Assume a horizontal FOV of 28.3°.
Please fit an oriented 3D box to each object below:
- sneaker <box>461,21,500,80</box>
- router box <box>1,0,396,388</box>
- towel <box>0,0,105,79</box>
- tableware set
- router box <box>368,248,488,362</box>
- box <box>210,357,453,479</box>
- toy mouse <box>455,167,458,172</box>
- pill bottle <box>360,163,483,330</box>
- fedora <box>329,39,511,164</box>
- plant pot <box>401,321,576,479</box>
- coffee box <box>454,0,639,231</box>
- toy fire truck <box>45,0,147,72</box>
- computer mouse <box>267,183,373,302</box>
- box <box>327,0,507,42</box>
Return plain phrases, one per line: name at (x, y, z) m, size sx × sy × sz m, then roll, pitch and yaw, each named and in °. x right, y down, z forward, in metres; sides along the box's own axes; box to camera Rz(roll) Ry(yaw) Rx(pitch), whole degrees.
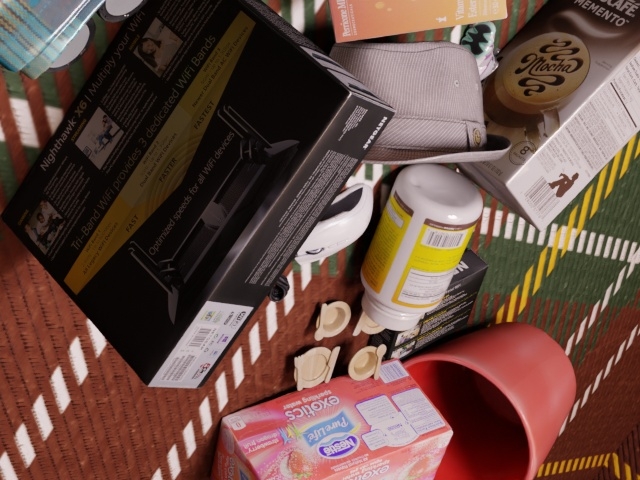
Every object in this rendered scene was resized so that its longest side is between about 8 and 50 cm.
sneaker at (0.199, -0.230, 1.542) m, size 0.069 × 0.038 × 0.098 m, roll -21°, pitch 151°, yaw -41°
router box at (-0.117, -0.063, 1.117) m, size 0.308 × 0.243 × 0.081 m, roll -54°, pitch 150°, yaw 14°
towel at (-0.217, -0.302, 0.754) m, size 0.271 × 0.040 × 0.370 m, roll -48°, pitch 128°, yaw -2°
tableware set at (0.038, 0.140, 1.758) m, size 0.169 × 0.020 × 0.141 m, roll -4°, pitch 118°, yaw -35°
router box at (0.159, 0.100, 1.884) m, size 0.179 × 0.046 × 0.133 m, roll -24°, pitch 144°, yaw -34°
box at (0.015, 0.302, 1.792) m, size 0.300 × 0.154 × 0.142 m, roll -16°, pitch 139°, yaw -29°
toy mouse at (0.160, -0.007, 1.767) m, size 0.143 × 0.031 × 0.161 m, roll -42°, pitch 151°, yaw -9°
pill bottle at (0.124, 0.013, 1.656) m, size 0.117 × 0.117 × 0.215 m, roll -18°, pitch 140°, yaw -41°
fedora at (0.077, -0.150, 1.336) m, size 0.275 × 0.244 × 0.124 m, roll -4°, pitch 101°, yaw -48°
plant pot at (0.272, 0.262, 2.037) m, size 0.243 × 0.275 × 0.274 m, roll -27°, pitch 147°, yaw -49°
coffee box at (0.304, -0.181, 1.582) m, size 0.297 × 0.168 × 0.119 m, roll -46°, pitch 134°, yaw -2°
toy fire truck at (-0.197, -0.274, 0.878) m, size 0.217 × 0.158 × 0.246 m, roll -41°, pitch 161°, yaw -9°
computer mouse at (0.000, 0.000, 1.554) m, size 0.193 × 0.042 × 0.106 m, roll -37°, pitch 149°, yaw -17°
box at (0.086, -0.272, 1.199) m, size 0.171 × 0.091 × 0.130 m, roll -8°, pitch 147°, yaw 4°
